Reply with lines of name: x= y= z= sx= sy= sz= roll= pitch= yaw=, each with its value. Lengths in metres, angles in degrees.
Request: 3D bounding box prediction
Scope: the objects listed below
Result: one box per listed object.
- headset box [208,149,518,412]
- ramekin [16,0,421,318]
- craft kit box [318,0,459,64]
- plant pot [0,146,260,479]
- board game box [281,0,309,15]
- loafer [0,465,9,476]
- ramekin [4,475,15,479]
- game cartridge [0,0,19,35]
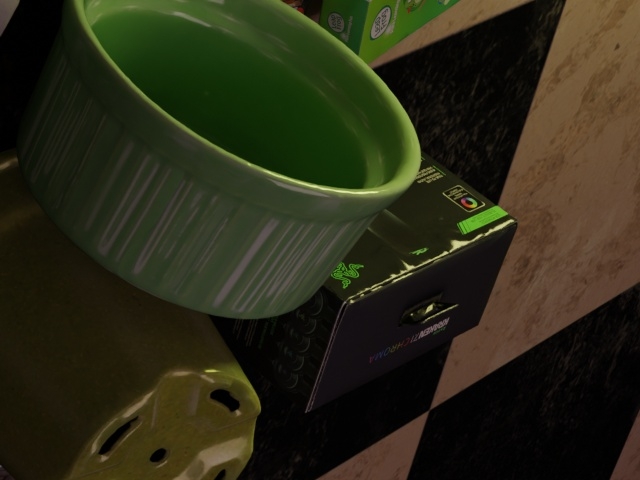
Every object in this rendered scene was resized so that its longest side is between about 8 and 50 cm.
headset box: x=0.000 y=0.000 z=1.758 sx=0.246 sy=0.283 sz=0.131 roll=-22 pitch=141 yaw=-43
ramekin: x=-0.088 y=-0.077 z=1.525 sx=0.303 sy=0.303 sz=0.148 roll=-10 pitch=139 yaw=-53
craft kit box: x=0.103 y=-0.307 z=1.762 sx=0.247 sy=0.061 sz=0.250 roll=-35 pitch=149 yaw=-39
plant pot: x=-0.187 y=0.102 z=1.572 sx=0.276 sy=0.254 sz=0.276 roll=-26 pitch=140 yaw=-24
board game box: x=-0.052 y=-0.227 z=1.682 sx=0.136 sy=0.030 sz=0.259 roll=-18 pitch=138 yaw=-45
loafer: x=-0.237 y=0.167 z=1.811 sx=0.267 sy=0.096 sz=0.084 roll=-27 pitch=150 yaw=-42
ramekin: x=-0.221 y=0.275 z=1.944 sx=0.207 sy=0.109 sz=0.207 roll=-38 pitch=150 yaw=-27
game cartridge: x=-0.340 y=-0.167 z=1.279 sx=0.230 sy=0.068 sz=0.355 roll=-55 pitch=153 yaw=14
